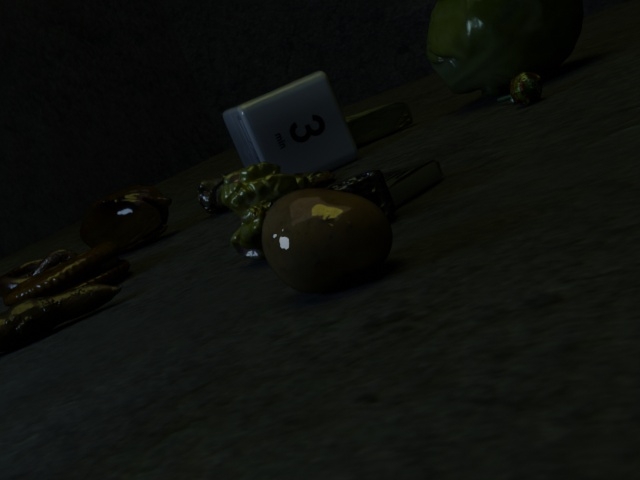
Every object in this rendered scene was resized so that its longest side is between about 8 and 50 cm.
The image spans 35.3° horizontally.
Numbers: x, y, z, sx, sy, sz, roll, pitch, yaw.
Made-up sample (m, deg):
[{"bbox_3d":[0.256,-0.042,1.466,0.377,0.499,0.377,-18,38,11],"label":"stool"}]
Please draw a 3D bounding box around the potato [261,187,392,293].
[{"bbox_3d":[0.002,-0.001,1.002,0.147,0.112,0.112,-4,20,43],"label":"potato"}]

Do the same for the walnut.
[{"bbox_3d":[-0.404,-0.044,2.084,0.245,0.137,0.137,-27,6,32],"label":"walnut"}]

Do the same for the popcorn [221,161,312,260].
[{"bbox_3d":[-0.065,-0.042,1.324,0.126,0.126,0.145,-10,-20,-6],"label":"popcorn"}]

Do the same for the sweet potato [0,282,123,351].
[{"bbox_3d":[-0.417,0.113,1.465,0.274,0.067,0.067,-22,9,-7],"label":"sweet potato"}]

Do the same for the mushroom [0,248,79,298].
[{"bbox_3d":[-0.518,0.071,1.883,0.171,0.080,0.135,-21,22,9],"label":"mushroom"}]

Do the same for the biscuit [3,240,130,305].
[{"bbox_3d":[-0.436,0.071,1.734,0.221,0.066,0.220,-25,7,4],"label":"biscuit"}]

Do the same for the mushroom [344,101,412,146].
[{"bbox_3d":[0.039,-0.233,2.244,0.333,0.087,0.107,-17,10,22],"label":"mushroom"}]

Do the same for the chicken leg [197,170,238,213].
[{"bbox_3d":[-0.189,-0.097,2.050,0.125,0.080,0.196,-17,10,-14],"label":"chicken leg"}]

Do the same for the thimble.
[{"bbox_3d":[0.041,-0.044,1.251,0.095,0.066,0.104,-25,7,-18],"label":"thimble"}]

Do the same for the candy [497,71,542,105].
[{"bbox_3d":[0.351,-0.266,1.820,0.061,0.060,0.201,-24,3,-5],"label":"candy"}]

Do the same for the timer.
[{"bbox_3d":[-0.064,-0.217,2.053,0.195,0.192,0.194,-26,10,-14],"label":"timer"}]

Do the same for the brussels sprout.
[{"bbox_3d":[0.374,-0.423,2.041,0.344,0.268,0.344,-24,-13,-6],"label":"brussels sprout"}]

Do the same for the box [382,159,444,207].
[{"bbox_3d":[0.069,-0.064,1.380,0.178,0.035,0.115,-12,15,48],"label":"box"}]

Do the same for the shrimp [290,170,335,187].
[{"bbox_3d":[-0.024,-0.100,1.818,0.099,0.041,0.180,-7,10,7],"label":"shrimp"}]
